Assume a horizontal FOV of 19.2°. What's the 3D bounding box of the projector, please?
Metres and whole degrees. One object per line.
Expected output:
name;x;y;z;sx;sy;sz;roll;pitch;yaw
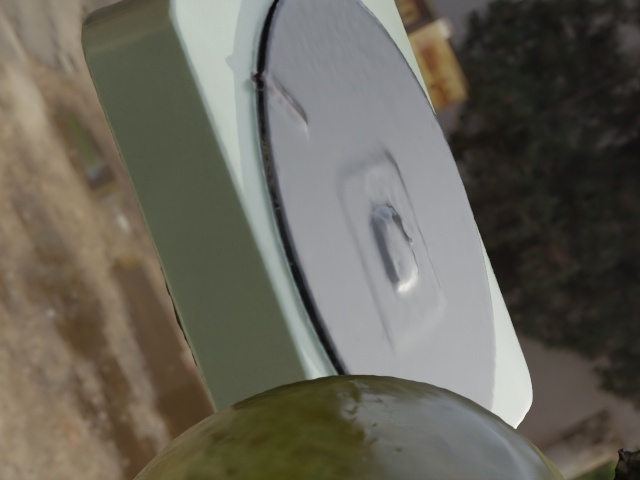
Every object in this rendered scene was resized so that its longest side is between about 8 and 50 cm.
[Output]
projector;0.000;0.000;0.852;0.259;0.079;0.257;70;23;-7

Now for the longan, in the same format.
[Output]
longan;-0.002;0.111;0.495;0.155;0.176;0.145;6;70;-37

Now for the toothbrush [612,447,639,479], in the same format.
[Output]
toothbrush;0.218;0.082;0.544;0.364;0.041;0.041;7;44;-37
